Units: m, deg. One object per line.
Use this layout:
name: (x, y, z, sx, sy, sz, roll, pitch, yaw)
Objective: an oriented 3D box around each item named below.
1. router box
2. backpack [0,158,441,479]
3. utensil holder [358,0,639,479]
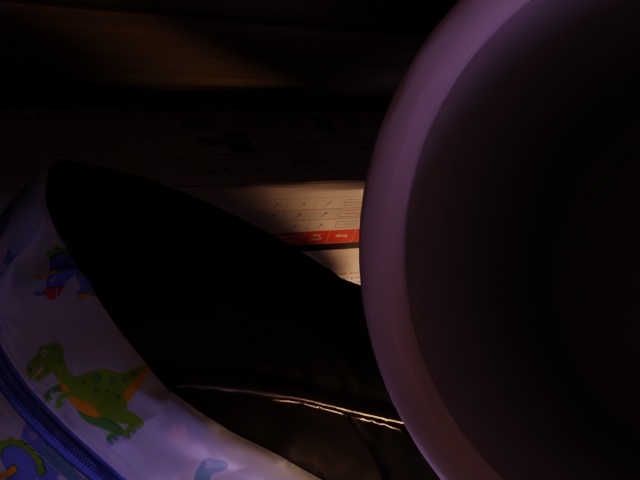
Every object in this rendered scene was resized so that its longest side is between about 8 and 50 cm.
router box: (-0.112, 0.052, 0.905, 0.336, 0.082, 0.301, -3, 132, -31)
backpack: (-0.057, 0.107, 0.701, 0.273, 0.290, 0.355, -32, 142, 6)
utensil holder: (0.239, 0.012, 0.738, 0.328, 0.327, 0.385, -12, 173, 21)
